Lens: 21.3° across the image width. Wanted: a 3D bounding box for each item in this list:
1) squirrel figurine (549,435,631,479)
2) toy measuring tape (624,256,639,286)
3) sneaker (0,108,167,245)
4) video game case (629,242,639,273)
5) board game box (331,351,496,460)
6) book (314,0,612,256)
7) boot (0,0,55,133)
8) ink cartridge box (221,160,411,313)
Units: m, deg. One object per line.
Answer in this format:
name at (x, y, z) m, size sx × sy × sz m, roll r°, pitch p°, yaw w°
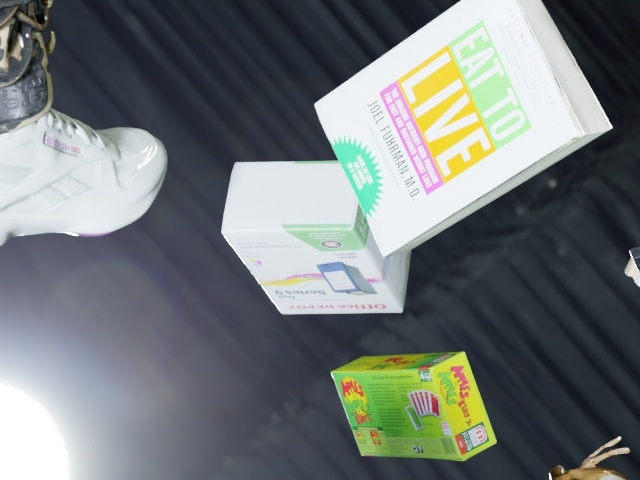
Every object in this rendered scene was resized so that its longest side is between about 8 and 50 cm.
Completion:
squirrel figurine at (0.442, 0.405, 2.117) m, size 0.397 × 0.370 × 0.281 m, roll 71°, pitch -153°, yaw -57°
toy measuring tape at (0.514, 0.110, 2.029) m, size 0.121 × 0.330 × 0.121 m, roll -32°, pitch -35°, yaw -26°
sneaker at (-0.245, -0.077, 1.517) m, size 0.305 × 0.114 × 0.152 m, roll -17°, pitch -54°, yaw -48°
video game case at (0.370, 0.106, 1.324) m, size 0.035 × 0.275 × 0.248 m, roll -28°, pitch 1°, yaw -19°
board game box at (0.087, 0.158, 1.633) m, size 0.043 × 0.092 × 0.181 m, roll -23°, pitch 7°, yaw -30°
book at (0.070, -0.066, 0.901) m, size 0.144 × 0.096 × 0.035 m, roll -33°, pitch -13°, yaw 38°
boot at (-0.176, -0.185, 1.000) m, size 0.138 × 0.377 × 0.284 m, roll -46°, pitch -23°, yaw -42°
ink cartridge box at (0.000, 0.000, 1.915) m, size 0.212 × 0.154 × 0.093 m, roll 57°, pitch -143°, yaw -58°
